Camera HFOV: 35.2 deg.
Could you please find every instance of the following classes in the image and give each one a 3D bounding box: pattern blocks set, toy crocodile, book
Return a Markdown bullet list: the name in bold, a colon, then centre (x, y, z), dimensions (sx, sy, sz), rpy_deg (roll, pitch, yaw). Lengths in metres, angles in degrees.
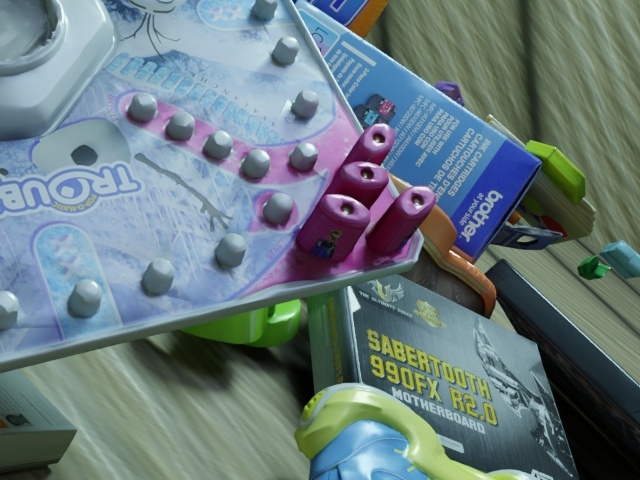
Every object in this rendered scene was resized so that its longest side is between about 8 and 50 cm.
- **pattern blocks set**: centre (0.247, -0.071, 1.225), dimensions (0.325, 0.026, 0.285), rpy_deg (46, -8, -9)
- **toy crocodile**: centre (-0.063, -0.014, 0.862), dimensions (0.105, 0.115, 0.340), rpy_deg (6, 28, -2)
- **book**: centre (-0.202, 0.076, 0.494), dimensions (0.096, 0.035, 0.144), rpy_deg (39, 15, 28)

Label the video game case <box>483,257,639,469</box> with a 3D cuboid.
- **video game case**: centre (0.304, 0.166, 1.102), dimensions (0.275, 0.035, 0.248), rpy_deg (48, -2, 39)

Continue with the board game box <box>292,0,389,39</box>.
- **board game box**: centre (-0.157, -0.403, 1.449), dimensions (0.357, 0.356, 0.356), rpy_deg (20, 21, -43)

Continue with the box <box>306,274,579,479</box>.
- **box**: centre (0.100, 0.126, 0.821), dimensions (0.231, 0.056, 0.183), rpy_deg (27, 35, -26)

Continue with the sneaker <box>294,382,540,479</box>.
- **sneaker**: centre (0.079, 0.197, 0.649), dimensions (0.240, 0.091, 0.126), rpy_deg (32, 33, -10)

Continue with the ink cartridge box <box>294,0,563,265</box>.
- **ink cartridge box**: centre (0.093, -0.081, 1.215), dimensions (0.395, 0.151, 0.270), rpy_deg (37, -9, 5)

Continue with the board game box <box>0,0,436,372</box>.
- **board game box**: centre (-0.177, -0.121, 0.533), dimensions (0.390, 0.050, 0.390), rpy_deg (-12, 62, -30)

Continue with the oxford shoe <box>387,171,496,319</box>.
- **oxford shoe**: centre (0.081, 0.049, 1.031), dimensions (0.130, 0.132, 0.364), rpy_deg (30, -7, 30)
